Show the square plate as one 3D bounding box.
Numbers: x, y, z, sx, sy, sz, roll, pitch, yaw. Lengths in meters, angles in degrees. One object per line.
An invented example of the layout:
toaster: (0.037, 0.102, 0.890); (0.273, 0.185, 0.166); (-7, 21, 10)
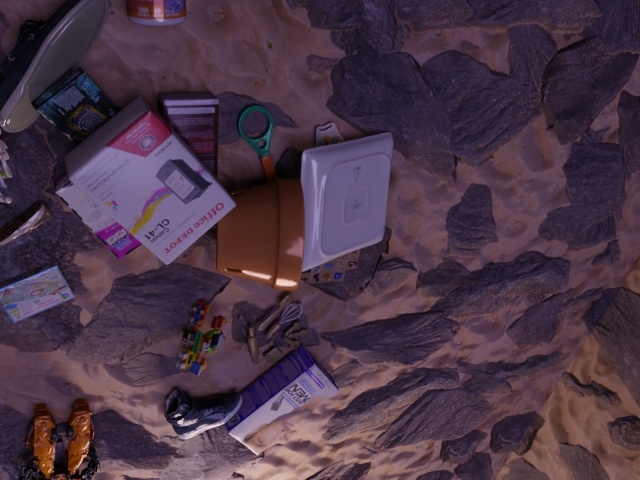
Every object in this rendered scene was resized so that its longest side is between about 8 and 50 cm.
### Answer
square plate: (0.080, -0.104, 1.702); (0.347, 0.049, 0.343); (-20, 124, -41)

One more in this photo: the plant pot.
plant pot: (-0.160, -0.017, 1.578); (0.204, 0.290, 0.290); (1, 118, -10)

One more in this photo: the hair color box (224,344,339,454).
hair color box: (-0.129, 0.510, 1.986); (0.339, 0.110, 0.185); (-37, 132, -2)

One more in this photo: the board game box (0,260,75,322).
board game box: (-0.696, 0.126, 1.518); (0.154, 0.026, 0.103); (-24, 126, -14)

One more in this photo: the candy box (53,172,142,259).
candy box: (-0.488, -0.090, 1.475); (0.159, 0.071, 0.233); (-36, 128, -5)

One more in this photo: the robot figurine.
robot figurine: (-0.723, 0.585, 1.735); (0.211, 0.085, 0.290); (1, 116, -28)

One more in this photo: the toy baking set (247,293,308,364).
toy baking set: (-0.135, 0.273, 1.900); (0.197, 0.030, 0.256); (-25, 133, -20)

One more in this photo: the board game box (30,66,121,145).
board game box: (-0.507, -0.274, 1.330); (0.126, 0.026, 0.186); (-39, 158, -5)

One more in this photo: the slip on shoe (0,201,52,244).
slip on shoe: (-0.678, -0.032, 1.426); (0.135, 0.051, 0.041); (-43, 140, -7)

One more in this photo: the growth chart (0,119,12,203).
growth chart: (-0.702, -0.183, 1.275); (0.172, 0.021, 0.237); (12, 118, 16)

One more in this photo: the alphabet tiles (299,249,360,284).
alphabet tiles: (0.014, 0.041, 1.854); (0.238, 0.009, 0.198); (-4, 119, -26)

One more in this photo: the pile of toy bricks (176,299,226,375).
pile of toy bricks: (-0.319, 0.280, 1.771); (0.105, 0.118, 0.212); (-5, 115, -63)

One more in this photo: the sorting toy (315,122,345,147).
sorting toy: (0.018, -0.272, 1.656); (0.083, 0.045, 0.075); (-19, 117, -17)

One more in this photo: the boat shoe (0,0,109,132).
boat shoe: (-0.561, -0.380, 1.247); (0.113, 0.127, 0.340); (42, 106, 6)

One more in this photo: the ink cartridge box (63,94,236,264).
ink cartridge box: (-0.372, -0.129, 1.385); (0.226, 0.131, 0.306); (-41, 126, -1)

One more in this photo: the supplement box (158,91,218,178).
supplement box: (-0.315, -0.228, 1.484); (0.130, 0.073, 0.239); (-6, 119, -24)

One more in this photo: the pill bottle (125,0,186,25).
pill bottle: (-0.337, -0.552, 1.253); (0.121, 0.121, 0.216); (-11, 122, -22)

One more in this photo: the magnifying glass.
magnifying glass: (-0.150, -0.240, 1.597); (0.092, 0.026, 0.230); (-25, 124, -14)

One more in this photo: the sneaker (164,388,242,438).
sneaker: (-0.357, 0.493, 1.872); (0.226, 0.086, 0.163); (-28, 129, -10)
